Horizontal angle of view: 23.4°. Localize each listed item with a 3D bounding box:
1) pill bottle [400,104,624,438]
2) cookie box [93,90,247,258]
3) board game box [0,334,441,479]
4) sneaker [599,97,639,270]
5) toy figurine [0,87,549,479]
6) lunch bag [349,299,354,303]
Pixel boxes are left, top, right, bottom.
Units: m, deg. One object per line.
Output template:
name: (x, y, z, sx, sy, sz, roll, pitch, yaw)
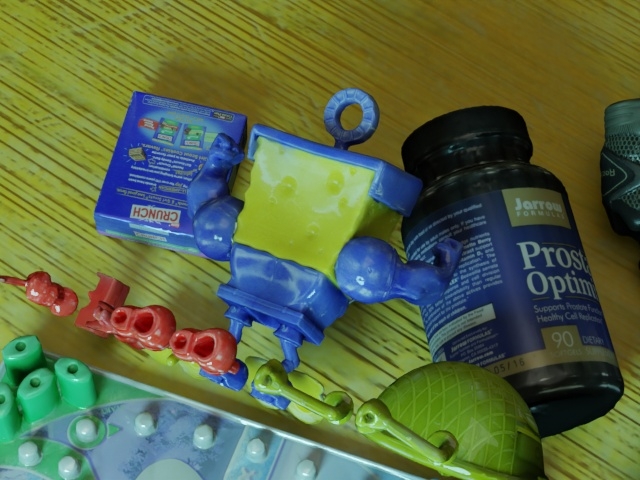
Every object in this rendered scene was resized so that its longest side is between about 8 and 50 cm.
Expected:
pill bottle: (0.125, 0.023, 1.080, 0.123, 0.123, 0.219, -11, 67, -5)
cookie box: (-0.111, -0.049, 1.157, 0.092, 0.040, 0.107, 13, 67, 6)
board game box: (-0.101, 0.275, 0.973, 0.390, 0.050, 0.390, 18, 58, 8)
sneaker: (0.309, -0.020, 1.124, 0.228, 0.087, 0.130, 9, 86, -10)
toy figurine: (0.000, 0.000, 0.984, 0.363, 0.191, 0.217, 17, 80, 32)
lunch bag: (-0.008, 0.016, 1.123, 0.071, 0.053, 0.083, -29, 78, -10)
